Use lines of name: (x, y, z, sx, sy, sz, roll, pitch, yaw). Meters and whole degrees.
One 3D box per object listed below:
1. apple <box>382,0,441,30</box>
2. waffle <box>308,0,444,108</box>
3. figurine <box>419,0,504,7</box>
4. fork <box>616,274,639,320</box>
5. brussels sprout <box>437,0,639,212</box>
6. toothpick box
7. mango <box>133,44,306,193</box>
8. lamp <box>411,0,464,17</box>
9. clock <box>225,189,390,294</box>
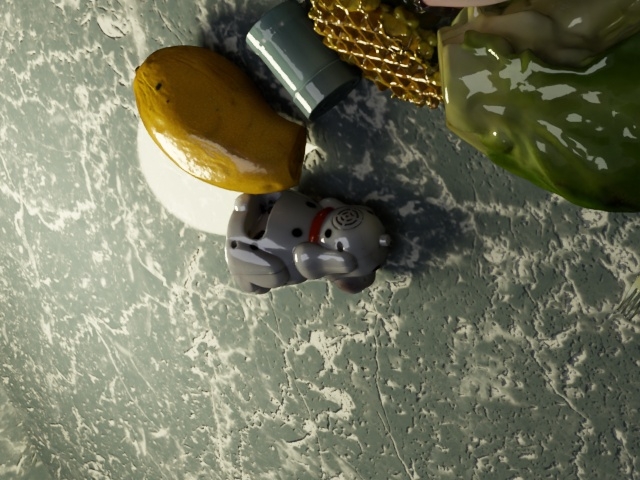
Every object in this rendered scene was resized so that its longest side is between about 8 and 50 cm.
apple: (0.123, -0.321, 1.356, 0.089, 0.074, 0.089, 47, 157, 27)
waffle: (0.085, -0.262, 1.366, 0.229, 0.051, 0.231, 34, 170, -2)
figurine: (0.244, -0.384, 0.970, 0.316, 0.284, 0.206, 0, 154, 24)
fork: (0.451, 0.020, 1.309, 0.034, 0.028, 0.219, 45, 134, 23)
brussels sprout: (0.315, -0.177, 1.090, 0.371, 0.276, 0.314, -9, 125, 17)
toothpick box: (-0.026, -0.269, 1.507, 0.153, 0.101, 0.101, 52, 138, 6)
mango: (-0.171, -0.190, 1.637, 0.359, 0.187, 0.144, 44, 177, 23)
lamp: (0.175, -0.385, 1.201, 0.180, 0.180, 0.258, 38, 135, 19)
clock: (-0.002, 0.001, 1.630, 0.254, 0.189, 0.189, 5, 119, 24)
